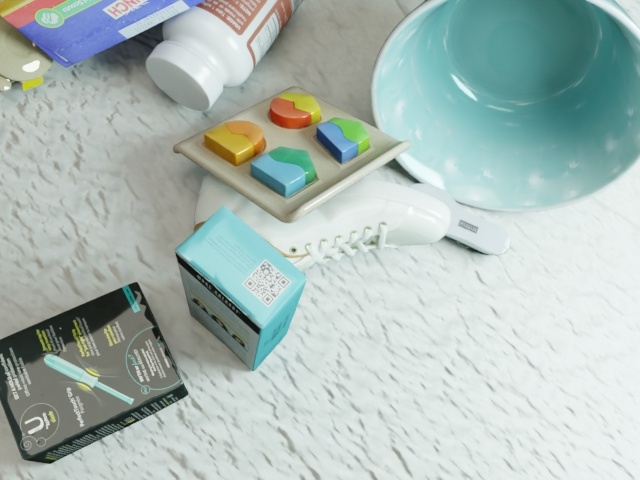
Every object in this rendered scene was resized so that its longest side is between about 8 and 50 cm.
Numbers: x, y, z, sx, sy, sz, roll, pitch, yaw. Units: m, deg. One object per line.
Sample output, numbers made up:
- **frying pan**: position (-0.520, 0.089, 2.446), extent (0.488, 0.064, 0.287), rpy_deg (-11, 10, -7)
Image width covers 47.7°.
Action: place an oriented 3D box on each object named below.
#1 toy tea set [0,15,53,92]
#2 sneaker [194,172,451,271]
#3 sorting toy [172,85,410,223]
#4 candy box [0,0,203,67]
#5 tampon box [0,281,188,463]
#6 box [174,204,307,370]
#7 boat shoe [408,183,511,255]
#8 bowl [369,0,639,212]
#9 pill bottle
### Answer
- **toy tea set**: position (-0.488, -0.226, 0.822), extent (0.336, 0.124, 0.200), rpy_deg (-30, 103, -33)
- **sneaker**: position (0.000, 0.000, 0.820), extent (0.290, 0.106, 0.123), rpy_deg (4, 64, 6)
- **sorting toy**: position (-0.033, -0.112, 0.817), extent (0.208, 0.038, 0.193), rpy_deg (30, 49, 33)
- **candy box**: position (-0.236, -0.402, 0.845), extent (0.268, 0.122, 0.317), rpy_deg (-19, 66, 18)
- **tampon box**: position (-0.234, 0.137, 0.742), extent (0.161, 0.101, 0.120), rpy_deg (-24, 75, -14)
- **box**: position (-0.079, 0.058, 0.713), extent (0.100, 0.244, 0.060), rpy_deg (41, 71, 7)
- **boat shoe**: position (0.162, -0.020, 0.881), extent (0.142, 0.040, 0.049), rpy_deg (30, 79, 4)
- **bowl**: position (0.227, -0.196, 0.840), extent (0.311, 0.311, 0.163), rpy_deg (21, 50, 0)
- **pill bottle**: position (-0.115, -0.268, 0.886), extent (0.121, 0.121, 0.216), rpy_deg (31, 70, 3)
